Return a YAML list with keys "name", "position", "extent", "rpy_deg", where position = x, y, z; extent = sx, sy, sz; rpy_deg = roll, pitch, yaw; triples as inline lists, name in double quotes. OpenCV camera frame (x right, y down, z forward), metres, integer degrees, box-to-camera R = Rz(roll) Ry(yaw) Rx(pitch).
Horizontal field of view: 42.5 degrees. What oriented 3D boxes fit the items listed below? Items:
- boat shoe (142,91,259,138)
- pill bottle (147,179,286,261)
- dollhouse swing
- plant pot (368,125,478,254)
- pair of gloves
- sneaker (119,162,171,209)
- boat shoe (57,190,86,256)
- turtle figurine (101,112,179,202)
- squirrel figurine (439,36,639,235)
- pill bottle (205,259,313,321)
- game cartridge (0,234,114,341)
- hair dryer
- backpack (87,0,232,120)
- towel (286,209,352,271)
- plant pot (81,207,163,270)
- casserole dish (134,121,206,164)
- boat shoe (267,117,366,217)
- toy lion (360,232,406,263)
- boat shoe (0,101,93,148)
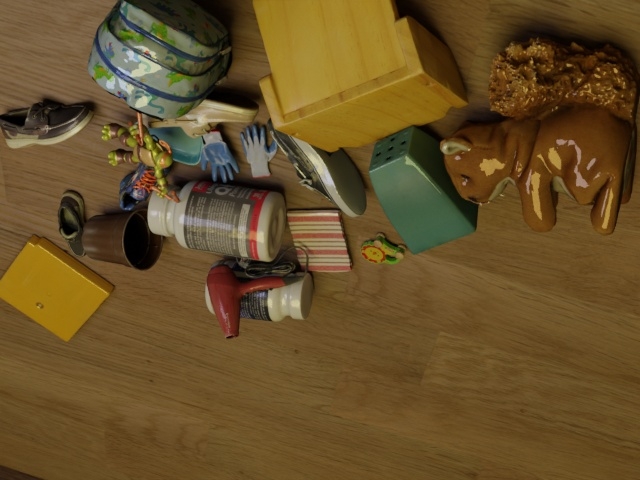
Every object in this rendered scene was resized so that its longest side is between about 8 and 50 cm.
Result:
- name: "boat shoe"
  position: [-0.279, -0.288, 1.893]
  extent: [0.302, 0.109, 0.098]
  rpy_deg: [8, 109, 19]
- name: "pill bottle"
  position: [-0.258, -0.055, 2.054]
  extent: [0.318, 0.176, 0.176]
  rpy_deg: [9, 131, 11]
- name: "dollhouse swing"
  position: [0.072, -0.402, 1.722]
  extent: [0.346, 0.305, 0.315]
  rpy_deg: [-17, 163, 30]
- name: "plant pot"
  position: [0.220, -0.125, 1.822]
  extent: [0.165, 0.166, 0.234]
  rpy_deg: [-22, 124, 33]
- name: "pair of gloves"
  position: [-0.197, -0.208, 1.983]
  extent: [0.198, 0.023, 0.159]
  rpy_deg: [-3, 133, 6]
- name: "sneaker"
  position: [-0.446, -0.144, 2.090]
  extent: [0.083, 0.087, 0.221]
  rpy_deg: [24, 140, -25]
- name: "boat shoe"
  position: [-0.695, -0.033, 2.294]
  extent: [0.080, 0.073, 0.224]
  rpy_deg: [13, 132, 9]
- name: "turtle figurine"
  position: [-0.420, -0.219, 1.944]
  extent: [0.217, 0.087, 0.270]
  rpy_deg: [21, 146, 34]
- name: "squirrel figurine"
  position: [0.434, -0.222, 1.658]
  extent: [0.370, 0.281, 0.397]
  rpy_deg: [10, 118, 25]
- name: "pill bottle"
  position: [-0.161, 0.137, 2.200]
  extent: [0.264, 0.153, 0.153]
  rpy_deg: [5, 130, 16]
- name: "game cartridge"
  position: [-0.818, 0.148, 2.514]
  extent: [0.285, 0.053, 0.323]
  rpy_deg: [38, 128, -14]
- name: "hair dryer"
  position: [-0.182, 0.112, 2.087]
  extent: [0.223, 0.294, 0.080]
  rpy_deg: [23, 168, 19]
- name: "backpack"
  position: [-0.327, -0.389, 1.672]
  extent: [0.290, 0.356, 0.273]
  rpy_deg: [35, 131, -11]
- name: "towel"
  position: [0.000, 0.000, 2.115]
  extent: [0.144, 0.029, 0.197]
  rpy_deg: [0, 127, 19]
- name: "plant pot"
  position: [-0.541, -0.006, 2.216]
  extent: [0.165, 0.167, 0.167]
  rpy_deg: [3, 130, 27]
- name: "casserole dish"
  position: [-0.364, -0.254, 2.016]
  extent: [0.188, 0.037, 0.114]
  rpy_deg: [18, 132, 3]
- name: "boat shoe"
  position: [-0.012, -0.172, 1.914]
  extent: [0.105, 0.113, 0.306]
  rpy_deg: [-24, 116, 41]
- name: "toy lion"
  position: [0.154, 0.030, 2.085]
  extent: [0.100, 0.034, 0.096]
  rpy_deg: [28, 139, -6]
- name: "boat shoe"
  position: [-0.694, -0.298, 2.051]
  extent: [0.285, 0.103, 0.092]
  rpy_deg: [-5, 132, 30]
